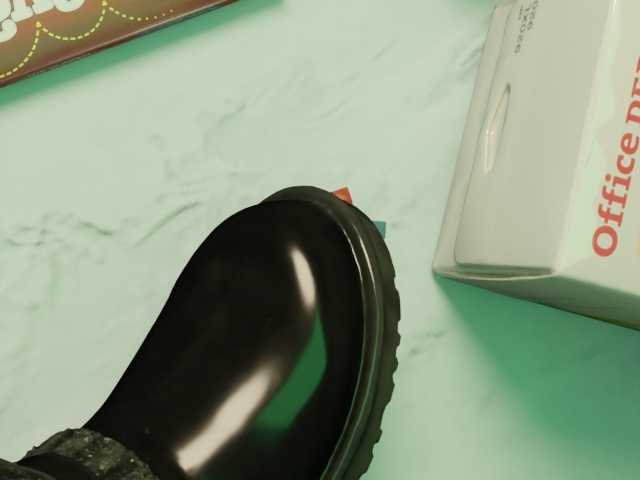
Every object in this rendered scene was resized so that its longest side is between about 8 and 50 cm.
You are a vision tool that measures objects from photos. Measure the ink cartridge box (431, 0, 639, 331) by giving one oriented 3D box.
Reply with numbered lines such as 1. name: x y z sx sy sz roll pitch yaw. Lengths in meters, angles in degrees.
1. ink cartridge box: 0.211 -0.034 0.900 0.232 0.168 0.171 14 84 -17

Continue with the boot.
1. boot: -0.105 0.107 0.751 0.260 0.131 0.348 30 77 -52

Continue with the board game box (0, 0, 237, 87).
1. board game box: -0.169 -0.162 0.864 0.281 0.027 0.145 -23 96 -17

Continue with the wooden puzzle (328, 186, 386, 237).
1. wooden puzzle: 0.000 0.000 0.919 0.083 0.006 0.049 -20 94 -17
